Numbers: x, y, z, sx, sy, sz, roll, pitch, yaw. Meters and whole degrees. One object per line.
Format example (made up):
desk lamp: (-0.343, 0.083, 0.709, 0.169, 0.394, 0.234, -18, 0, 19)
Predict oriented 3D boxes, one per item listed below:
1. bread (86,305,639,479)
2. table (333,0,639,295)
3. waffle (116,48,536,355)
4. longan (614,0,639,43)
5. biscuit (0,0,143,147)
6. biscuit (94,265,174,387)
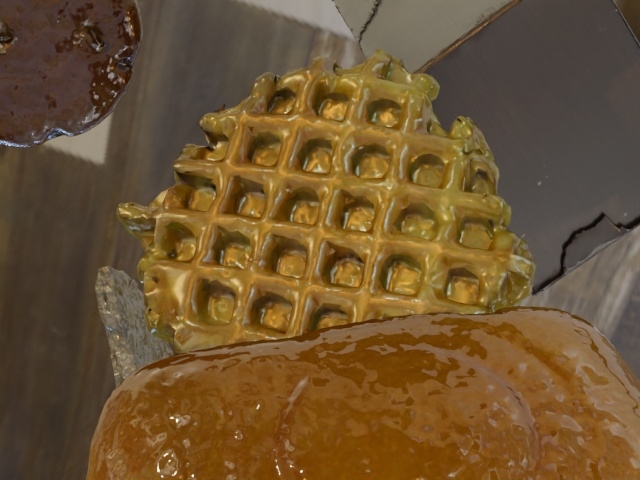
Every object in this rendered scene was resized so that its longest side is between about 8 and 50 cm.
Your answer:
bread: (0.028, 0.116, 0.545, 0.245, 0.174, 0.121, -4, 127, -10)
table: (0.175, -0.148, 1.209, 0.196, 0.282, 0.250, -36, 116, 9)
waffle: (0.000, -0.001, 0.817, 0.245, 0.254, 0.052, -30, 151, 0)
longan: (0.420, -0.238, 1.468, 0.196, 0.196, 0.220, -32, 112, 30)
biscuit: (-0.257, -0.182, 1.119, 0.212, 0.036, 0.212, -2, 107, -7)
biscuit: (-0.197, 0.168, 1.532, 0.038, 0.141, 0.290, -15, 89, 16)
